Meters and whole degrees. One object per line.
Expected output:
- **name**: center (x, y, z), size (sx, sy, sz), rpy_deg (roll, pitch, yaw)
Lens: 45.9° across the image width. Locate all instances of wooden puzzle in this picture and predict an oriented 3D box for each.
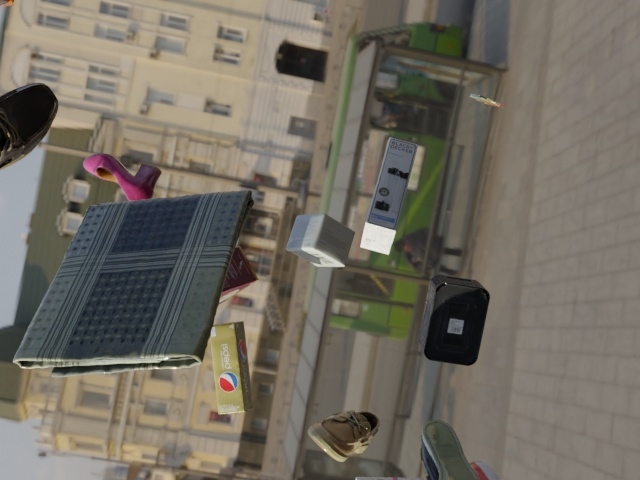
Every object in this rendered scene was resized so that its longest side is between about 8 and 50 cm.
- **wooden puzzle**: center (0.300, -0.252, 1.363), size (0.006, 0.049, 0.083), rpy_deg (-68, 19, 9)

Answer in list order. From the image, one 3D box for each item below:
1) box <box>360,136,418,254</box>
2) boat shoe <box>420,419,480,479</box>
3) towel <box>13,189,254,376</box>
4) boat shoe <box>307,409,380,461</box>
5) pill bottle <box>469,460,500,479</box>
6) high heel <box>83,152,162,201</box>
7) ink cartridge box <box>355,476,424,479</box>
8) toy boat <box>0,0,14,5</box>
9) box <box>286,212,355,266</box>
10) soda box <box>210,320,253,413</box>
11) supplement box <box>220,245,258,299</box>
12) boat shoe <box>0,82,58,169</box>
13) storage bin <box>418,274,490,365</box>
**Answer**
- **box**: center (0.196, -0.127, 2.158), size (0.169, 0.087, 0.290), rpy_deg (96, -171, -64)
- **boat shoe**: center (0.230, 0.424, 1.324), size (0.227, 0.081, 0.068), rpy_deg (-104, 14, -51)
- **towel**: center (-0.268, 0.060, 1.125), size (0.056, 0.312, 0.324), rpy_deg (66, -152, -44)
- **boat shoe**: center (0.068, 0.494, 1.986), size (0.110, 0.121, 0.341), rpy_deg (-50, -20, 5)
- **pill bottle**: center (0.213, 0.610, 1.520), size (0.210, 0.363, 0.210), rpy_deg (157, 90, -85)
- **high heel**: center (-0.500, -0.138, 1.833), size (0.117, 0.244, 0.082), rpy_deg (-67, -25, -21)
- **ink cartridge box**: center (0.130, 0.468, 1.289), size (0.092, 0.143, 0.090), rpy_deg (-112, 30, -64)
- **toy boat**: center (-0.704, -0.524, 1.575), size (0.231, 0.151, 0.151), rpy_deg (-63, -23, 10)
- **box**: center (0.000, 0.000, 1.657), size (0.102, 0.101, 0.087), rpy_deg (-1, 66, 50)
- **soda box**: center (-0.182, 0.258, 1.544), size (0.061, 0.058, 0.181), rpy_deg (12, -109, -77)
- **supplement box**: center (-0.216, 0.079, 1.416), size (0.104, 0.081, 0.188), rpy_deg (-33, -8, 26)
- **boat shoe**: center (-0.668, -0.196, 1.539), size (0.355, 0.132, 0.130), rpy_deg (-49, 26, -24)
- **storage bin**: center (0.297, 0.177, 1.693), size (0.084, 0.122, 0.180), rpy_deg (-97, 16, -81)
